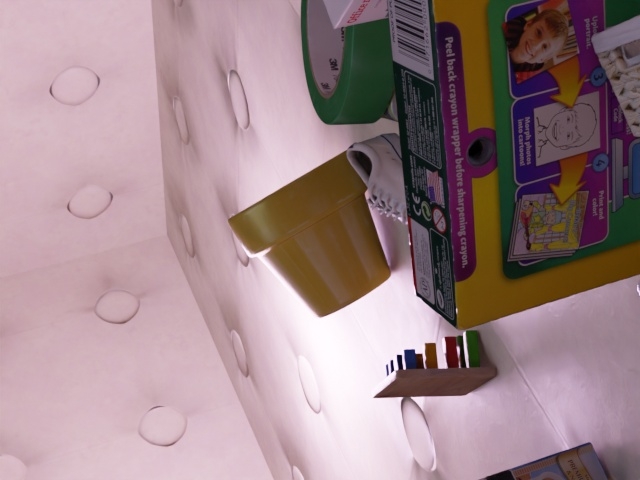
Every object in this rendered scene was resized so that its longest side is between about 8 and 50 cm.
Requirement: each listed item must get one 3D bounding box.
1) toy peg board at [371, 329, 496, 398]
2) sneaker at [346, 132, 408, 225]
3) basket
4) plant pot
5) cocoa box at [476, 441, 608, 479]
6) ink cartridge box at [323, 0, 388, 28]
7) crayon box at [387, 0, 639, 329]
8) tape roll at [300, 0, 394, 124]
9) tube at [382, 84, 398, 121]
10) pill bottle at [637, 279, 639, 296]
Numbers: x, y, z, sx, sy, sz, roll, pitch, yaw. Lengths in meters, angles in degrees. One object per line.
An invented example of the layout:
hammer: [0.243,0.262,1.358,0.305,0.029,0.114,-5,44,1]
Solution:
toy peg board: [0.174,0.196,1.985,0.161,0.160,0.079,123,146,-68]
sneaker: [0.117,-0.063,1.878,0.258,0.091,0.094,-122,23,-45]
basket: [0.343,-0.166,1.089,0.103,0.167,0.113,69,164,-3]
plant pot: [0.000,0.000,2.248,0.239,0.254,0.254,59,164,-4]
cocoa box: [0.303,0.487,1.674,0.231,0.228,0.347,110,141,-62]
ink cartridge box: [0.118,-0.350,1.550,0.160,0.219,0.093,133,121,-71]
crayon box: [0.234,-0.130,1.201,0.106,0.313,0.363,-139,37,-58]
tape roll: [0.042,-0.342,1.949,0.321,0.077,0.321,178,90,-76]
tube: [0.104,-0.232,2.000,0.062,0.070,0.240,33,-179,-20]
pill bottle: [0.394,0.097,1.265,0.094,0.094,0.169,94,155,-48]
